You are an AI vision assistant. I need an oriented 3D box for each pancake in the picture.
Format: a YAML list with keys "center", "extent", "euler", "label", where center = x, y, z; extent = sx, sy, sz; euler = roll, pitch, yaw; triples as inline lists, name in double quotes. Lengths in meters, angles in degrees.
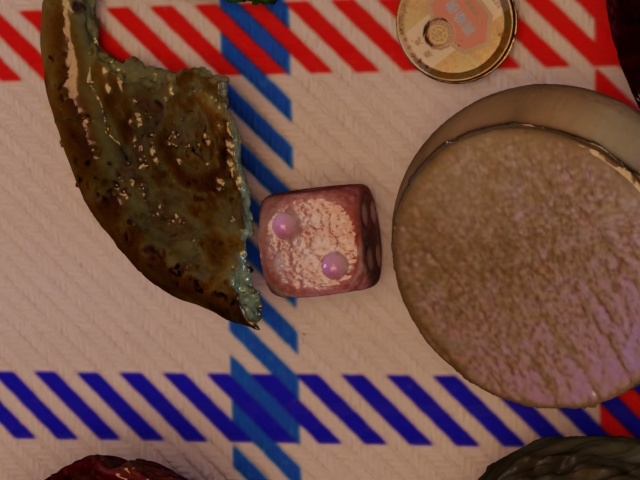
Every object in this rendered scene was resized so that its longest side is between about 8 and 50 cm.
- center: [-0.145, -0.076, 1.645]
  extent: [0.376, 0.054, 0.197]
  euler: [52, 121, 19]
  label: "pancake"

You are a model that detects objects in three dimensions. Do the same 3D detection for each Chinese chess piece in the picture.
- center: [0.188, 0.006, 1.552]
  extent: [0.270, 0.112, 0.270]
  euler: [11, 117, 24]
  label: "Chinese chess piece"

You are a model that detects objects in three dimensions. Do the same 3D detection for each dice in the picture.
- center: [0.000, 0.000, 1.643]
  extent: [0.094, 0.093, 0.091]
  euler: [-7, 94, 14]
  label: "dice"

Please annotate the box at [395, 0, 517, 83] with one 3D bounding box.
- center: [0.118, -0.188, 1.628]
  extent: [0.105, 0.037, 0.105]
  euler: [1, 95, 13]
  label: "box"

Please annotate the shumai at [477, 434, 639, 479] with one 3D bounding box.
- center: [0.283, 0.218, 1.545]
  extent: [0.292, 0.330, 0.288]
  euler: [37, 80, -27]
  label: "shumai"

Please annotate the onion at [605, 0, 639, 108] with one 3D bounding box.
- center: [0.370, -0.195, 1.471]
  extent: [0.314, 0.232, 0.314]
  euler: [4, 104, 16]
  label: "onion"

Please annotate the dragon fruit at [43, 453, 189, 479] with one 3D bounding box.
- center: [-0.188, 0.342, 1.609]
  extent: [0.329, 0.329, 0.329]
  euler: [1, 95, 12]
  label: "dragon fruit"

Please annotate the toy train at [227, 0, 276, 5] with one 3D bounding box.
- center: [-0.141, -0.241, 1.676]
  extent: [0.209, 0.044, 0.042]
  euler: [10, 99, 12]
  label: "toy train"
